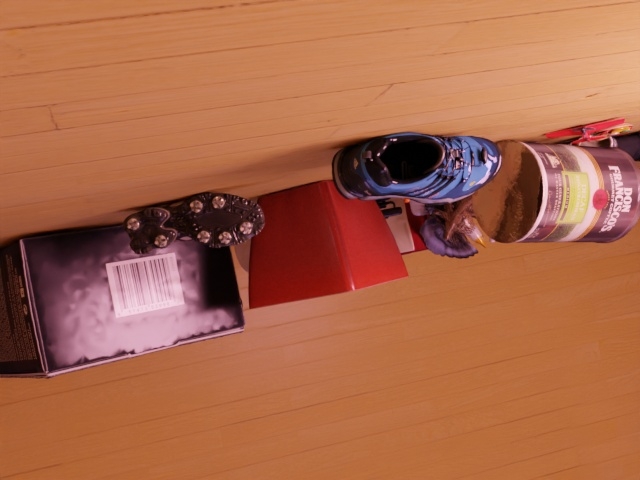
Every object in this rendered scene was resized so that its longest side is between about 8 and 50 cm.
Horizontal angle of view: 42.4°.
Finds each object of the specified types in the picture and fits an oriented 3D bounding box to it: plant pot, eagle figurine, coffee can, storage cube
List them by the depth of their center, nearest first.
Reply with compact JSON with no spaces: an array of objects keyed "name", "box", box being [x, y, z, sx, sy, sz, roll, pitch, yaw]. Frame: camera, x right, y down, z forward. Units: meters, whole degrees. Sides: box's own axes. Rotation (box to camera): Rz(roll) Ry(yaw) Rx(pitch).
[{"name":"coffee can","box":[0.472,-0.094,1.646,0.275,0.202,0.201,-1,173,-30]},{"name":"plant pot","box":[0.000,0.000,1.798,0.267,0.236,0.267,-13,177,32]},{"name":"eagle figurine","box":[0.376,-0.060,2.239,0.226,0.225,0.298,-12,177,13]},{"name":"storage cube","box":[0.202,-0.045,2.383,0.215,0.184,0.193,-11,177,25]}]

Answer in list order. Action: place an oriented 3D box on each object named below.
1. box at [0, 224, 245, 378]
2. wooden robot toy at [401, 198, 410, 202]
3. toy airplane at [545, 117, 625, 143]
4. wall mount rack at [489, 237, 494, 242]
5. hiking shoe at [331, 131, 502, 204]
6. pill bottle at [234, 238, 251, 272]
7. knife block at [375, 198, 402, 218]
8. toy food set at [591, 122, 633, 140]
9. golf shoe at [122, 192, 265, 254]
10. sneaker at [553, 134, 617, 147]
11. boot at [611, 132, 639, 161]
[{"name":"box","box":[-0.514,0.133,1.940,0.480,0.297,0.471,-10,177,-37]},{"name":"wooden robot toy","box":[0.177,-0.110,1.619,0.173,0.079,0.076,-11,160,20]},{"name":"toy airplane","box":[0.518,-0.209,1.613,0.151,0.028,0.151,-9,179,0]},{"name":"wall mount rack","box":[0.617,-0.081,2.237,0.304,0.130,0.350,-7,-179,19]},{"name":"hiking shoe","box":[0.173,-0.112,1.277,0.304,0.113,0.132,-10,179,-26]},{"name":"pill bottle","box":[-0.110,0.008,2.526,0.278,0.162,0.162,-9,177,-39]},{"name":"knife block","box":[0.066,-0.080,2.033,0.275,0.088,0.242,-8,177,-42]},{"name":"toy food set","box":[0.605,-0.226,1.707,0.083,0.020,0.082,-11,178,24]},{"name":"golf shoe","box":[-0.236,-0.045,1.573,0.272,0.105,0.120,-5,-165,9]},{"name":"sneaker","box":[0.553,-0.196,1.805,0.192,0.064,0.086,-11,170,12]},{"name":"boot","box":[0.724,-0.204,1.876,0.207,0.094,0.246,-14,-174,-22]}]
